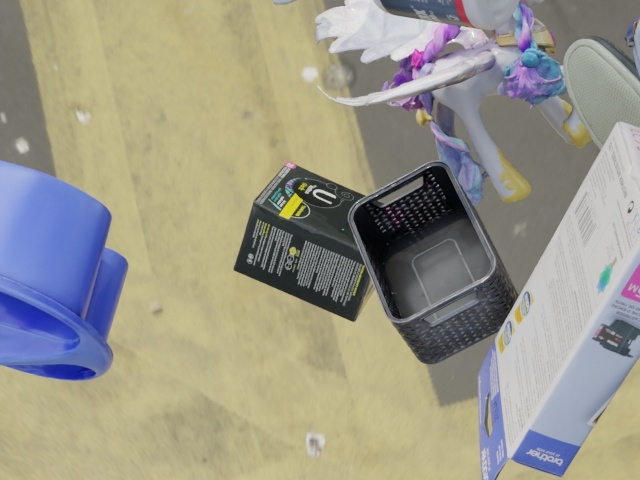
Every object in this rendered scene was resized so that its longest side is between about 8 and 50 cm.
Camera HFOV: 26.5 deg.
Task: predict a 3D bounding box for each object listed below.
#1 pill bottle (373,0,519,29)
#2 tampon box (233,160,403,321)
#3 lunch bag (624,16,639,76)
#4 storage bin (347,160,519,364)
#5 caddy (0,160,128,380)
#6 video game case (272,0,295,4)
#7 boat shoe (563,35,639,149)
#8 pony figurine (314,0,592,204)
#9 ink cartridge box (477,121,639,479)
[{"bbox_3d":[0.108,-0.279,1.390,0.180,0.108,0.108,16,68,35],"label":"pill bottle"},{"bbox_3d":[0.000,0.000,1.615,0.161,0.101,0.120,23,33,7],"label":"tampon box"},{"bbox_3d":[0.337,-0.134,0.822,0.243,0.303,0.115,-14,90,-9],"label":"lunch bag"},{"bbox_3d":[0.116,0.021,1.393,0.122,0.084,0.180,-29,44,9],"label":"storage bin"},{"bbox_3d":[-0.357,0.039,1.365,0.341,0.241,0.179,15,64,10],"label":"caddy"},{"bbox_3d":[-0.003,-0.326,1.190,0.023,0.212,0.193,-2,111,34],"label":"video game case"},{"bbox_3d":[0.326,-0.107,1.313,0.233,0.084,0.079,48,50,4],"label":"boat shoe"},{"bbox_3d":[0.186,-0.220,1.772,0.351,0.363,0.303,-20,35,7],"label":"pony figurine"},{"bbox_3d":[0.228,0.070,1.201,0.065,0.311,0.186,21,30,-10],"label":"ink cartridge box"}]
